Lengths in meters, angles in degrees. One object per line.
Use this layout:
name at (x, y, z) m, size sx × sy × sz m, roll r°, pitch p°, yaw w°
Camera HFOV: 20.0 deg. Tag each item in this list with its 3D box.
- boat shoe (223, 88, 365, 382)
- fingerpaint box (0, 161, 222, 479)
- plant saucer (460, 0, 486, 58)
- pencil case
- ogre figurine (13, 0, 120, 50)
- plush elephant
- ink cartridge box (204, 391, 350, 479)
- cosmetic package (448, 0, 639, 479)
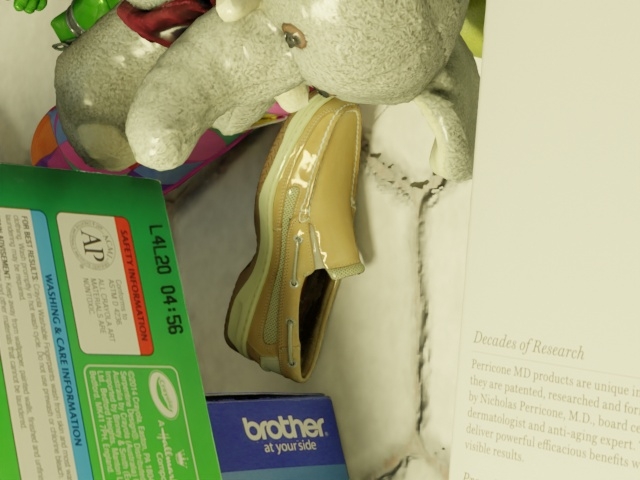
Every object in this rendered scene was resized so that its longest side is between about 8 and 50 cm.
boat shoe at (0.000, 0.000, 1.116) m, size 0.072 × 0.068 × 0.190 m, roll 32°, pitch 122°, yaw 32°
fingerpaint box at (-0.210, 0.232, 1.036) m, size 0.371 × 0.163 × 0.445 m, roll -32°, pitch 64°, yaw 42°
plant saucer at (0.101, -0.223, 1.025) m, size 0.241 × 0.037 × 0.241 m, roll -4°, pitch 85°, yaw 49°
pencil case at (-0.095, -0.088, 1.195) m, size 0.236 × 0.104 × 0.104 m, roll -26°, pitch 68°, yaw 46°
ogre figurine at (-0.179, -0.237, 1.297) m, size 0.118 × 0.097 × 0.197 m, roll -5°, pitch 90°, yaw 42°
plush elephant at (-0.033, -0.136, 0.925) m, size 0.330 × 0.272 × 0.255 m, roll -29°, pitch 43°, yaw 0°
ink cartridge box at (-0.096, 0.261, 1.143) m, size 0.270 × 0.151 × 0.395 m, roll -31°, pitch 64°, yaw 44°
cosmetic package at (0.180, 0.018, 0.802) m, size 0.155 × 0.197 × 0.365 m, roll 4°, pitch 89°, yaw 50°
